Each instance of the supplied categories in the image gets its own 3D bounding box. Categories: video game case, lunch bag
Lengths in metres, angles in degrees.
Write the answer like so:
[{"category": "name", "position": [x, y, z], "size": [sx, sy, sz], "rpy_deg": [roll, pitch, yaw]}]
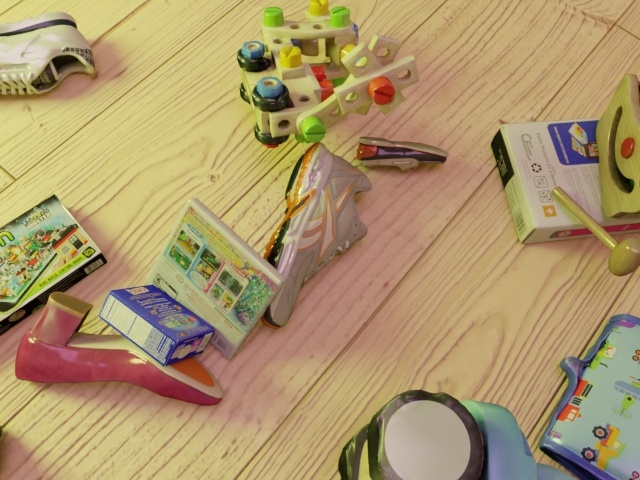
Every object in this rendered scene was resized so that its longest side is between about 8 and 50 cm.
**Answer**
[{"category": "video game case", "position": [-0.135, 0.049, 0.770], "size": [0.157, 0.143, 0.019], "rpy_deg": [41, 28, 12]}, {"category": "lunch bag", "position": [0.430, 0.234, 0.753], "size": [0.293, 0.138, 0.221], "rpy_deg": [33, 70, 19]}]

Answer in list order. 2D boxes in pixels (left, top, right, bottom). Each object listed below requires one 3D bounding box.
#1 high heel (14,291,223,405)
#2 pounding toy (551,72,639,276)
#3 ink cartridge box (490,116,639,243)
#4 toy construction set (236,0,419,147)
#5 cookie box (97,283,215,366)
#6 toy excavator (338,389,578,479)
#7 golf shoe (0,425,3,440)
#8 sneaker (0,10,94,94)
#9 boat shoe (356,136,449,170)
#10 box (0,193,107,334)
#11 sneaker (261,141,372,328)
[{"category": "high heel", "position": [-0.245, 0.166, 0.747], "size": [0.244, 0.082, 0.117], "rpy_deg": [28, 100, -9]}, {"category": "pounding toy", "position": [0.407, -0.102, 0.805], "size": [0.155, 0.154, 0.269], "rpy_deg": [8, 65, -2]}, {"category": "ink cartridge box", "position": [0.459, -0.101, 0.926], "size": [0.371, 0.069, 0.175], "rpy_deg": [-6, 66, -6]}, {"category": "toy construction set", "position": [-0.001, -0.230, 0.852], "size": [0.215, 0.151, 0.327], "rpy_deg": [-11, 32, -12]}, {"category": "cookie box", "position": [-0.197, 0.099, 0.748], "size": [0.107, 0.092, 0.040], "rpy_deg": [33, 101, 15]}, {"category": "toy excavator", "position": [0.236, 0.385, 0.589], "size": [0.446, 0.222, 0.432], "rpy_deg": [9, 61, -3]}, {"category": "golf shoe", "position": [-0.492, 0.238, 0.651], "size": [0.273, 0.120, 0.105], "rpy_deg": [-13, 70, -10]}, {"category": "sneaker", "position": [-0.451, -0.251, 0.892], "size": [0.235, 0.090, 0.094], "rpy_deg": [-26, 81, -14]}, {"category": "boat shoe", "position": [0.121, -0.125, 0.915], "size": [0.137, 0.049, 0.043], "rpy_deg": [6, 108, -6]}, {"category": "box", "position": [-0.397, 0.043, 0.791], "size": [0.207, 0.036, 0.114], "rpy_deg": [-38, 75, -19]}, {"category": "sneaker", "position": [0.000, 0.000, 0.822], "size": [0.121, 0.099, 0.262], "rpy_deg": [23, 73, -15]}]
